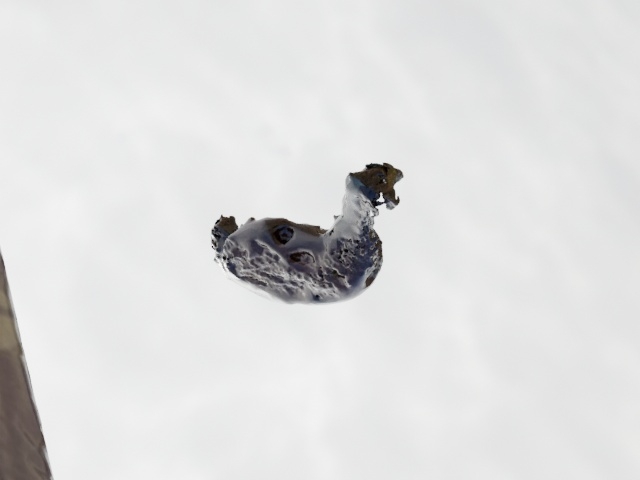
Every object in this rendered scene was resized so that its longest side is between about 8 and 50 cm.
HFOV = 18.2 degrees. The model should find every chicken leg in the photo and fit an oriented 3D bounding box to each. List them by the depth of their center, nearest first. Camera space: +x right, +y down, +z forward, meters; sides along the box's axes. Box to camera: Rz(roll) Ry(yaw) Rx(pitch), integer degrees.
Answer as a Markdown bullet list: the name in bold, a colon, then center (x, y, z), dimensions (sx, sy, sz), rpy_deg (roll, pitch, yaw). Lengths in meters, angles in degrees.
- **chicken leg**: center (0.000, 0.000, 1.538), dimensions (0.106, 0.253, 0.051), rpy_deg (41, -122, -16)

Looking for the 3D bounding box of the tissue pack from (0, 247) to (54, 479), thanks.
- **tissue pack**: center (-0.214, 0.072, 0.720), dimensions (0.125, 0.242, 0.343), rpy_deg (21, -144, -41)
